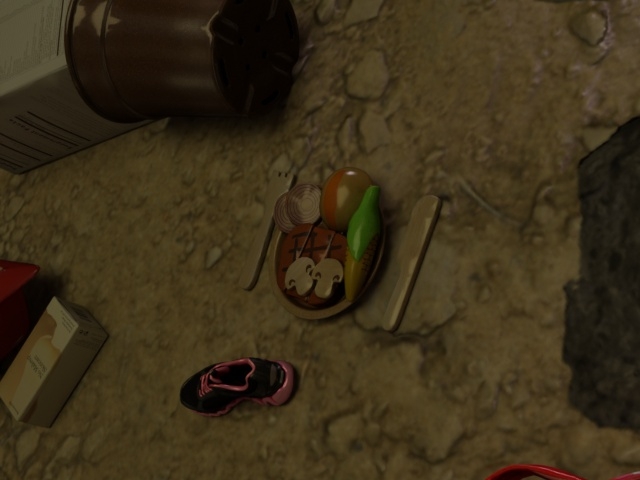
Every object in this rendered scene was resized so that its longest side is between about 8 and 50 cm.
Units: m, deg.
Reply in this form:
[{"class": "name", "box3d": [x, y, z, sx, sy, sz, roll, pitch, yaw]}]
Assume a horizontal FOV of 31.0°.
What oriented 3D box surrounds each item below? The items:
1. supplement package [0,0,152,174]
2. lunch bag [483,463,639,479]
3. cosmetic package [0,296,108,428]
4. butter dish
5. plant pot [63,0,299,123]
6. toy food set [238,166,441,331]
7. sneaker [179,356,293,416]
[{"class": "supplement package", "box3d": [-0.291, -0.180, 1.222, 0.244, 0.134, 0.139, -15, 63, 35]}, {"class": "lunch bag", "box3d": [0.136, 0.262, 0.681, 0.293, 0.120, 0.258, -29, 55, 29]}, {"class": "cosmetic package", "box3d": [-0.265, 0.120, 1.136, 0.060, 0.041, 0.115, 37, 97, 43]}, {"class": "butter dish", "box3d": [-0.370, 0.098, 1.192, 0.160, 0.118, 0.160, 5, 34, 42]}, {"class": "plant pot", "box3d": [-0.120, -0.182, 1.071, 0.165, 0.167, 0.167, 12, 80, 34]}, {"class": "toy food set", "box3d": [0.000, 0.000, 0.963, 0.192, 0.038, 0.132, 11, 79, 43]}, {"class": "sneaker", "box3d": [-0.081, 0.118, 0.971, 0.119, 0.057, 0.047, -17, 63, 36]}]
